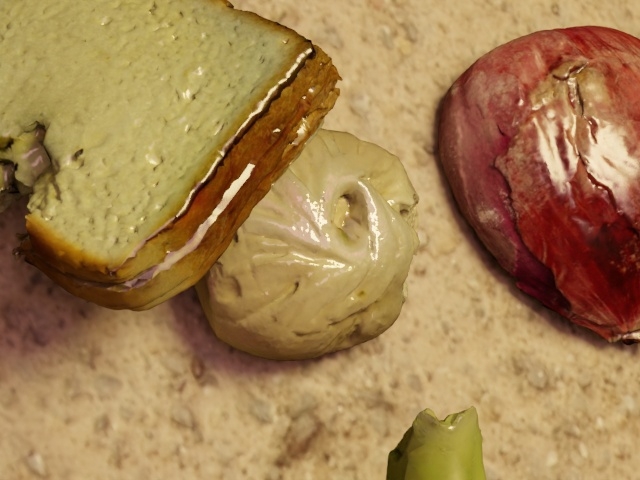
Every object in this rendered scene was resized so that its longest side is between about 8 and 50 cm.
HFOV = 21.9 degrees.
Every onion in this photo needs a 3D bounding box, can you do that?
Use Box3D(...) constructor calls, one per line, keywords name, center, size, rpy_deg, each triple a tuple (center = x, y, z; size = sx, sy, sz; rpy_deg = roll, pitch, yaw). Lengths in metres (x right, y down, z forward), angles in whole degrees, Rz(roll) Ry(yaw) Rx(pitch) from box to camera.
Box3D(name="onion", center=(0.234, -0.047, 1.363), size=(0.227, 0.120, 0.283), rpy_deg=(-21, 87, -17))

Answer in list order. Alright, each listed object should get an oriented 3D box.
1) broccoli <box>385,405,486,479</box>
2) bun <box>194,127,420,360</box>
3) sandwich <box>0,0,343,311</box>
Box3D(name="broccoli", center=(0.072, 0.283, 1.218), size=(0.254, 0.186, 0.302), rpy_deg=(-25, 87, 18))
Box3D(name="bun", center=(0.000, 0.000, 1.269), size=(0.193, 0.128, 0.178), rpy_deg=(1, 77, -21))
Box3D(name="sandwich", center=(-0.161, -0.092, 1.192), size=(0.273, 0.095, 0.249), rpy_deg=(30, 69, 20))
